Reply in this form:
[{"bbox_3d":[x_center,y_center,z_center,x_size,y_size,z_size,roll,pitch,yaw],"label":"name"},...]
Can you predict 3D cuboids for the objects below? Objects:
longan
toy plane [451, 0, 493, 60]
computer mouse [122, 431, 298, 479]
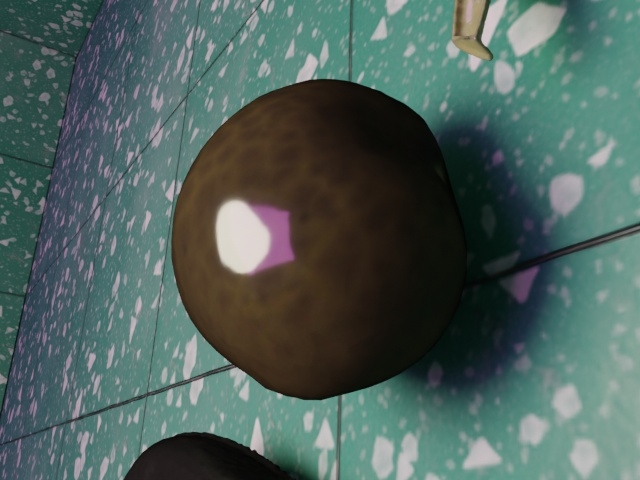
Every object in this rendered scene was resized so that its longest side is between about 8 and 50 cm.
[{"bbox_3d":[0.000,0.000,0.437,0.198,0.198,0.212,-57,49,30],"label":"longan"},{"bbox_3d":[0.128,-0.222,0.414,0.242,0.104,0.256,-57,37,1],"label":"toy plane"},{"bbox_3d":[-0.063,0.253,0.496,0.323,0.116,0.183,6,80,54],"label":"computer mouse"}]
